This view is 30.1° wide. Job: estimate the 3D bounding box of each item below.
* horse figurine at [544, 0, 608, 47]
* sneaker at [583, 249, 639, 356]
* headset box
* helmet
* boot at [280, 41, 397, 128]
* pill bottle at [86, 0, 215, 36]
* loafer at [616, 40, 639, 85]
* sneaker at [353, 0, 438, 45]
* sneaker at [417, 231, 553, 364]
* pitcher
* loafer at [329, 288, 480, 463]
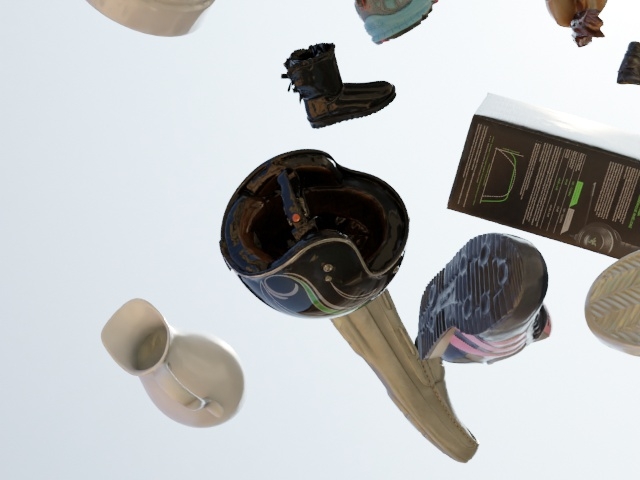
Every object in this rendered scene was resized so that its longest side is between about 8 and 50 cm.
[{"bbox_3d":[0.250,-0.289,1.157,0.174,0.066,0.263,45,-134,-60],"label":"horse figurine"},{"bbox_3d":[0.451,0.076,1.209,0.148,0.350,0.131,40,-127,-50],"label":"sneaker"},{"bbox_3d":[0.330,-0.086,1.578,0.246,0.283,0.131,-51,-24,-72],"label":"headset box"},{"bbox_3d":[0.000,0.000,1.186,0.161,0.169,0.169,25,-112,-47],"label":"helmet"},{"bbox_3d":[0.020,-0.189,1.394,0.045,0.121,0.099,-98,-12,-50],"label":"boot"},{"bbox_3d":[-0.142,-0.419,1.299,0.210,0.363,0.210,18,-141,-16],"label":"pill bottle"},{"bbox_3d":[0.473,-0.204,1.574,0.062,0.170,0.061,11,-73,-62],"label":"loafer"},{"bbox_3d":[0.111,-0.372,1.543,0.125,0.104,0.262,53,-138,-25],"label":"sneaker"},{"bbox_3d":[0.201,0.066,1.269,0.131,0.319,0.112,6,-103,-10],"label":"sneaker"},{"bbox_3d":[-0.172,0.184,1.557,0.125,0.178,0.207,-42,-41,2],"label":"pitcher"},{"bbox_3d":[0.127,0.167,1.645,0.111,0.112,0.319,-38,-83,-1],"label":"loafer"}]
